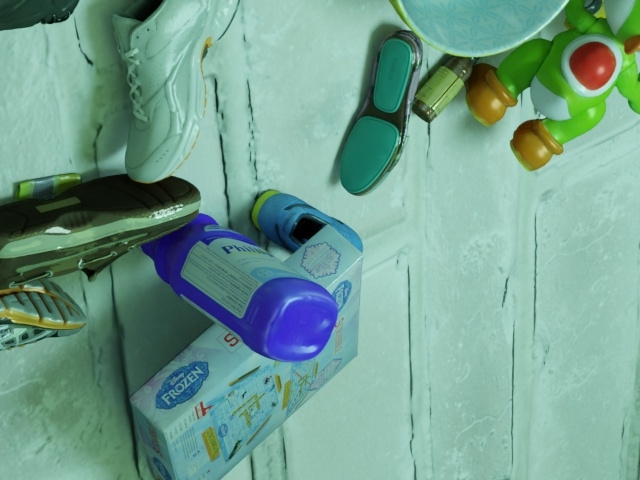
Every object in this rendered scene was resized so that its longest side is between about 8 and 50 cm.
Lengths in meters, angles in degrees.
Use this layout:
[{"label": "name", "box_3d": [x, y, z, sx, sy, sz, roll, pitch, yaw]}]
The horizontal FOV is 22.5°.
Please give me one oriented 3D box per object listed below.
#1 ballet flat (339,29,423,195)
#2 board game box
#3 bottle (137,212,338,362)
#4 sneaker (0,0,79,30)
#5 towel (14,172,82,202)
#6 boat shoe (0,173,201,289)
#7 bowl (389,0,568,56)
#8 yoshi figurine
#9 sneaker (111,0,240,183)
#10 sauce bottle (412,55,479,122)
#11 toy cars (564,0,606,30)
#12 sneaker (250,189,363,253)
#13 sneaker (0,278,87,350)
[{"label": "ballet flat", "box_3d": [0.088, -0.161, 2.034, 0.079, 0.077, 0.221, -18, 128, -60]}, {"label": "board game box", "box_3d": [-0.082, 0.164, 1.978, 0.318, 0.066, 0.318, -41, 161, -18]}, {"label": "bottle", "box_3d": [-0.107, 0.039, 1.800, 0.118, 0.283, 0.092, 12, 105, -46]}, {"label": "sneaker", "box_3d": [-0.302, -0.249, 1.575, 0.286, 0.109, 0.130, -39, 142, -17]}, {"label": "towel", "box_3d": [-0.300, -0.043, 1.771, 0.083, 0.009, 0.060, -10, 121, -40]}, {"label": "boat shoe", "box_3d": [-0.255, -0.005, 1.765, 0.257, 0.095, 0.095, -11, 125, -24]}, {"label": "bowl", "box_3d": [0.168, -0.377, 1.891, 0.289, 0.156, 0.289, -16, 125, -25]}, {"label": "yoshi figurine", "box_3d": [0.368, -0.265, 2.078, 0.362, 0.203, 0.204, -40, 147, 26]}, {"label": "sneaker", "box_3d": [-0.184, -0.194, 1.739, 0.121, 0.099, 0.262, 11, 100, -38]}, {"label": "sauce bottle", "box_3d": [0.170, -0.211, 2.096, 0.128, 0.042, 0.042, -47, 138, -10]}, {"label": "toy cars", "box_3d": [0.411, -0.434, 2.162, 0.176, 0.087, 0.393, -5, 114, -31]}, {"label": "sneaker", "box_3d": [0.000, 0.000, 2.035, 0.209, 0.082, 0.069, 28, 92, -50]}, {"label": "sneaker", "box_3d": [-0.354, 0.089, 1.757, 0.215, 0.084, 0.083, 3, 125, -41]}]
